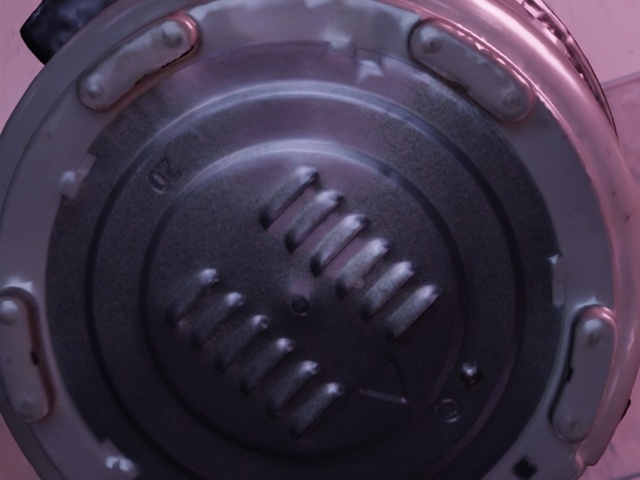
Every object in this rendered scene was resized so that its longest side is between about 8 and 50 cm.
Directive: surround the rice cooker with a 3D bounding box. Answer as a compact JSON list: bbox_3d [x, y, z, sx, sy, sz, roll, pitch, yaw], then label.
[{"bbox_3d":[0.000,0.000,0.592,0.280,0.227,0.241,39,102,-5],"label":"rice cooker"}]
